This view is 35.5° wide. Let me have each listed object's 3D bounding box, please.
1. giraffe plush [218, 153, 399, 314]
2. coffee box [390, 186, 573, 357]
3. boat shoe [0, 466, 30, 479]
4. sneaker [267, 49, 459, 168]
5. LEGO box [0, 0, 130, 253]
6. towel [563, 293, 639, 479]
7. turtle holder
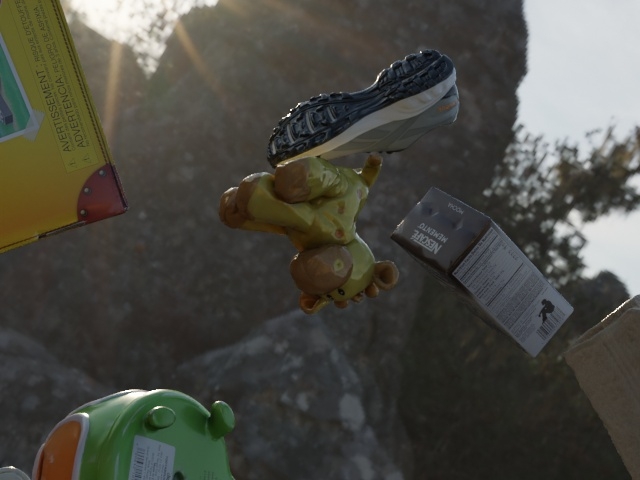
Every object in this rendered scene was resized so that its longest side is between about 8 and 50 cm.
[{"bbox_3d":[0.000,0.000,1.220,0.210,0.171,0.181,-9,-9,-34],"label":"giraffe plush"},{"bbox_3d":[0.279,0.056,1.718,0.297,0.119,0.168,41,-2,-36],"label":"coffee box"},{"bbox_3d":[-0.584,0.489,1.590,0.114,0.302,0.091,41,-33,12],"label":"boat shoe"},{"bbox_3d":[0.059,-0.147,1.318,0.100,0.271,0.108,-104,171,-46],"label":"sneaker"},{"bbox_3d":[-0.481,-0.205,1.111,0.193,0.372,0.500,8,-64,65],"label":"LEGO box"},{"bbox_3d":[0.464,0.230,1.391,0.049,0.187,0.282,-10,65,-33],"label":"towel"},{"bbox_3d":[-0.241,0.316,1.369,0.227,0.243,0.320,-7,6,28],"label":"turtle holder"}]
